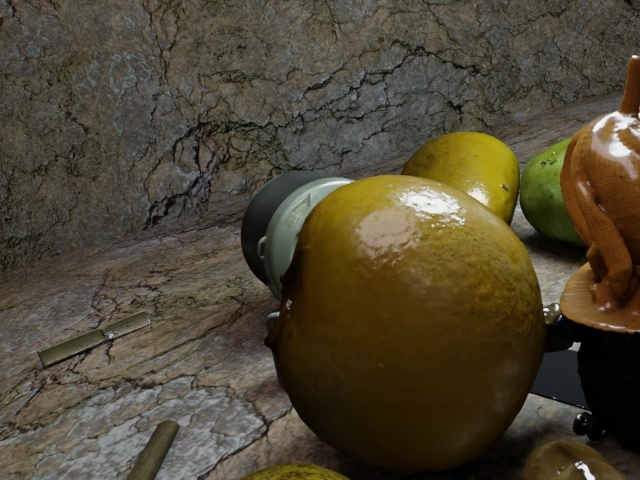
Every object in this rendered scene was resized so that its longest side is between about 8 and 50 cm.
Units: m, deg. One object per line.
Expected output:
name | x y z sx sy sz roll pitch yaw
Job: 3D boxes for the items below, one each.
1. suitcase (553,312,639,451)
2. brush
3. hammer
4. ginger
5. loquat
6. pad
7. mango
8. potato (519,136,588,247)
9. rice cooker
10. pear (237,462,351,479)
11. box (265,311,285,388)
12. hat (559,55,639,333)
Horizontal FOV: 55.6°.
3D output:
suitcase | 0.443 0.099 0.613 0.335 0.152 0.229 -24 17 -28
brush | -0.515 0.220 1.391 0.248 0.043 0.036 -23 9 -26
hammer | -0.232 0.320 0.732 0.111 0.043 0.365 -15 13 6
ginger | 0.228 0.233 0.512 0.095 0.069 0.190 -40 14 6
loquat | 0.117 0.092 0.689 0.359 0.328 0.328 5 12 -9
pad | 0.315 0.171 0.778 0.112 0.003 0.157 -25 17 -32
mango | 0.298 -0.089 1.306 0.301 0.220 0.445 -34 19 12
potato | 0.499 -0.091 1.149 0.216 0.216 0.304 -18 1 -7
rice cooker | 0.002 0.002 1.194 0.288 0.288 0.277 -21 18 -19
pear | -0.029 0.265 0.432 0.197 0.197 0.197 -15 15 4
box | -0.027 0.163 0.949 0.089 0.122 0.062 -11 4 19
hat | 0.334 -0.066 0.592 0.244 0.233 0.233 -13 13 10
